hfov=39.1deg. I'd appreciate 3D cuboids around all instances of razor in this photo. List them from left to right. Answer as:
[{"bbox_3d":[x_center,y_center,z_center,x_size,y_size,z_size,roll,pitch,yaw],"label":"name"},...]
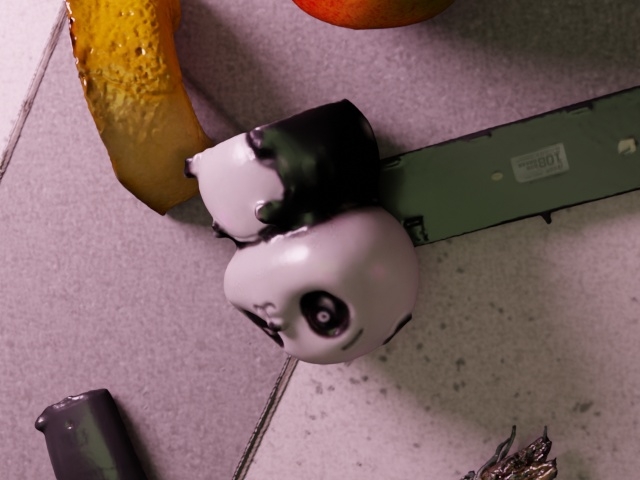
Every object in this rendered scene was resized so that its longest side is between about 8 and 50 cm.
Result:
[{"bbox_3d":[-0.238,0.232,0.950,0.090,0.054,0.148,-21,90,8],"label":"razor"}]

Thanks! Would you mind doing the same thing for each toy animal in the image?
[{"bbox_3d":[-0.007,-0.001,0.831,0.187,0.165,0.235,-15,91,51],"label":"toy animal"}]

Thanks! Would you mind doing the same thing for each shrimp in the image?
[{"bbox_3d":[0.162,0.248,0.880,0.174,0.076,0.082,-37,46,15],"label":"shrimp"}]

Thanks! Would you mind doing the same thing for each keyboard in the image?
[{"bbox_3d":[0.210,-0.068,0.859,0.316,0.027,0.106,-14,87,11],"label":"keyboard"}]

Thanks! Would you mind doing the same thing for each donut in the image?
[{"bbox_3d":[-0.176,-0.151,0.865,0.101,0.152,0.259,-13,93,4],"label":"donut"}]

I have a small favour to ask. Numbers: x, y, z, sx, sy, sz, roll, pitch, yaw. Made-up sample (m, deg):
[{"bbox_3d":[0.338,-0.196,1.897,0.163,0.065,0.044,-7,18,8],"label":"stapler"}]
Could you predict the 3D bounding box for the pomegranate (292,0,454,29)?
[{"bbox_3d":[0.060,-0.286,0.769,0.256,0.220,0.221,31,100,39],"label":"pomegranate"}]
